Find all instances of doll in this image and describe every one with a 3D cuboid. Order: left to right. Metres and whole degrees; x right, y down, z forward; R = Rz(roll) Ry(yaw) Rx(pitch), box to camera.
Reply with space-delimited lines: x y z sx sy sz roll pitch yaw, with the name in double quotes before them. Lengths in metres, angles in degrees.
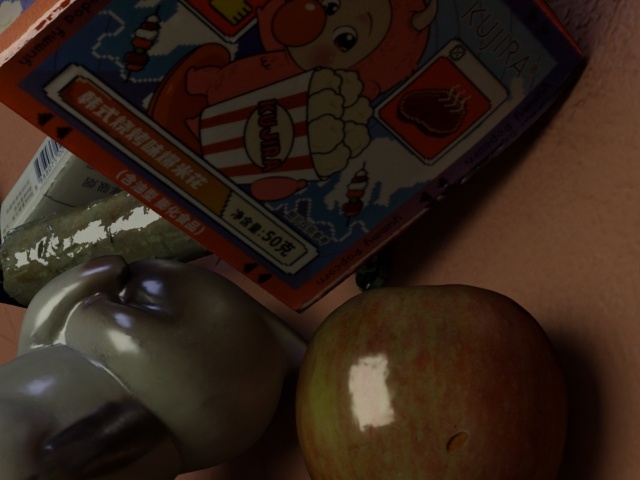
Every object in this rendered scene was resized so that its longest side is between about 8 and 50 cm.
"doll" -0.195 0.150 1.162 0.370 0.226 0.215 -44 24 -24

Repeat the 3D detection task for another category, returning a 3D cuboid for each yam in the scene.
"yam" -0.194 -0.002 1.327 0.259 0.093 0.093 -17 60 24

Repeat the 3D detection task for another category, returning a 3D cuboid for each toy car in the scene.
"toy car" 0.000 0.000 1.204 0.143 0.073 0.054 16 71 55

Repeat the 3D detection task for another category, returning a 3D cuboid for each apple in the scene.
"apple" 0.075 0.121 0.952 0.188 0.188 0.174 -17 67 49

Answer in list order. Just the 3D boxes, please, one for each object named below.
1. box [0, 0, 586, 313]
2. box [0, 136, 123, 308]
"box" -0.044 -0.190 1.047 0.318 0.348 0.257 -39 44 12
"box" -0.241 -0.026 1.454 0.259 0.168 0.071 -47 45 29
